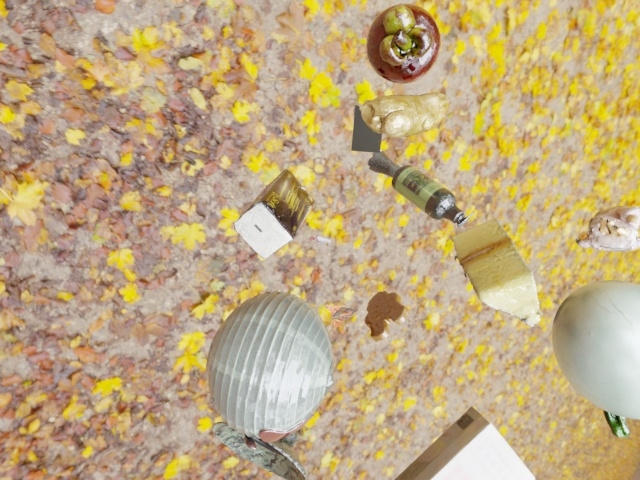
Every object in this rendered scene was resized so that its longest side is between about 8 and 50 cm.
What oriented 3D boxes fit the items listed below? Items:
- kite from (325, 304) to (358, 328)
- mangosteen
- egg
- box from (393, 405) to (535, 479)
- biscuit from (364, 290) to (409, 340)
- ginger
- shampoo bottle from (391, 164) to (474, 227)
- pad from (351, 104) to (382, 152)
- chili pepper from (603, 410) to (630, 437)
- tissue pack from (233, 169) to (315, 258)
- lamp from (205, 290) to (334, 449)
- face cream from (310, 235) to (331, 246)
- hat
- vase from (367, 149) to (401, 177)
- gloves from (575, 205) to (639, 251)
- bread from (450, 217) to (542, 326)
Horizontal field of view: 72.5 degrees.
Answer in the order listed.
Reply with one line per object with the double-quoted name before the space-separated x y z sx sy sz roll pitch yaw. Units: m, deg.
"kite" 0.097 0.298 1.783 0.125 0.008 0.222 -18 142 0
"mangosteen" 0.230 -0.559 1.227 0.257 0.215 0.215 -34 139 -73
"egg" 0.440 0.155 0.635 0.264 0.183 0.183 38 82 -33
"box" 0.219 0.386 0.692 0.201 0.058 0.141 -39 102 -5
"biscuit" 0.251 0.283 1.712 0.186 0.295 0.044 -41 104 10
"ginger" 0.148 -0.231 0.807 0.205 0.115 0.081 -23 108 -44
"shampoo bottle" 0.351 -0.135 1.382 0.101 0.284 0.101 -25 140 -24
"pad" 0.179 -0.415 1.649 0.265 0.009 0.159 -15 113 -58
"chili pepper" 0.549 0.258 0.792 0.182 0.050 0.073 -57 139 -28
"tissue pack" -0.189 -0.114 1.802 0.210 0.198 0.370 52 29 -17
"lamp" -0.085 0.227 0.797 0.233 0.233 0.265 65 37 -38
"face cream" 0.000 0.000 1.773 0.040 0.083 0.021 102 4 -49
"hat" -0.116 0.450 1.028 0.128 0.266 0.265 -55 138 -40
"vase" 0.326 -0.311 1.943 0.115 0.237 0.115 -22 131 -27
"gloves" 0.613 -0.023 0.910 0.144 0.110 0.094 -28 105 -35
"bread" 0.417 0.059 1.030 0.178 0.266 0.141 10 120 -8
